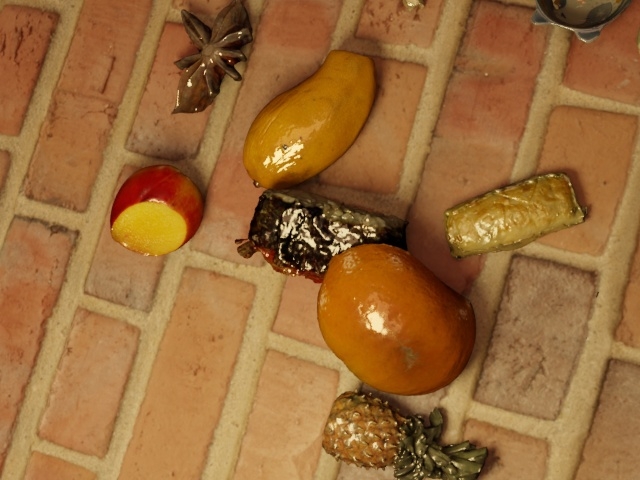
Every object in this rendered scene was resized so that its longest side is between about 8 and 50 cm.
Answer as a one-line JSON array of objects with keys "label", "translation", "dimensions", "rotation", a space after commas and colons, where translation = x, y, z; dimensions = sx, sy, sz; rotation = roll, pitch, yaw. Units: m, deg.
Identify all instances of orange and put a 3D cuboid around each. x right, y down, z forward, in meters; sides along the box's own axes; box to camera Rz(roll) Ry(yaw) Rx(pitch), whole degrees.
[{"label": "orange", "translation": [0.150, 0.167, 1.871], "dimensions": [0.274, 0.310, 0.274], "rotation": [-17, 58, 30]}]

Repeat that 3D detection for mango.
[{"label": "mango", "translation": [-0.014, -0.246, 2.035], "dimensions": [0.359, 0.144, 0.187], "rotation": [-41, 77, 0]}]

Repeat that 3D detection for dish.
[{"label": "dish", "translation": [0.521, -0.511, 1.988], "dimensions": [0.228, 0.086, 0.236], "rotation": [20, 85, 16]}]

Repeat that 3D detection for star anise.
[{"label": "star anise", "translation": [-0.228, -0.408, 2.135], "dimensions": [0.198, 0.111, 0.257], "rotation": [-6, 71, 27]}]

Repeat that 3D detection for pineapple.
[{"label": "pineapple", "translation": [0.165, 0.388, 1.892], "dimensions": [0.310, 0.141, 0.170], "rotation": [18, 60, 8]}]

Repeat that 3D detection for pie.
[{"label": "pie", "translation": [0.384, -0.050, 1.948], "dimensions": [0.283, 0.068, 0.128], "rotation": [-18, 78, 5]}]

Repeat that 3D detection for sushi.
[{"label": "sushi", "translation": [0.000, 0.000, 1.959], "dimensions": [0.343, 0.196, 0.181], "rotation": [13, 88, 13]}]

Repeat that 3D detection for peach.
[{"label": "peach", "translation": [-0.345, -0.060, 2.054], "dimensions": [0.190, 0.190, 0.192], "rotation": [29, 69, 16]}]

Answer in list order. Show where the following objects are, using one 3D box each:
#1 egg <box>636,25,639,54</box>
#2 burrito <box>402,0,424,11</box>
[{"label": "egg", "translation": [0.763, -0.409, 1.817], "dimensions": [0.336, 0.278, 0.278], "rotation": [-43, 74, 3]}, {"label": "burrito", "translation": [0.183, -0.557, 2.095], "dimensions": [0.055, 0.041, 0.149], "rotation": [-23, 75, 22]}]
